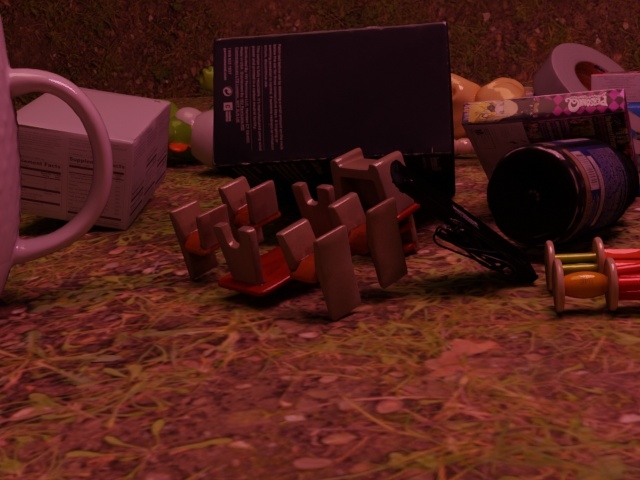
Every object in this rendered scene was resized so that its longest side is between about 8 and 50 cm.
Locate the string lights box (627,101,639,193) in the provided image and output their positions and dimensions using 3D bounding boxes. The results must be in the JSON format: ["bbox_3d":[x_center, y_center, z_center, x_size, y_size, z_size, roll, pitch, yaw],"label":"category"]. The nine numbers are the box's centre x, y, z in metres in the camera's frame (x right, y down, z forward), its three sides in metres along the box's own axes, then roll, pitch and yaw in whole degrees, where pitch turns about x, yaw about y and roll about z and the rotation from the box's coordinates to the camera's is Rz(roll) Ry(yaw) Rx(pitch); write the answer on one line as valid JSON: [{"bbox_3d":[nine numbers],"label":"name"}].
[{"bbox_3d":[0.478,-0.139,1.348,0.259,0.133,0.076,4,15,31],"label":"string lights box"}]

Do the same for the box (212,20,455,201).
[{"bbox_3d":[0.037,-0.170,1.312,0.312,0.179,0.343,-1,-6,8],"label":"box"}]

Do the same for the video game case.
[{"bbox_3d":[0.326,-0.127,1.257,0.210,0.042,0.232,-2,-24,24],"label":"video game case"}]

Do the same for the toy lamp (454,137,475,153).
[{"bbox_3d":[0.247,-0.172,1.669,0.274,0.080,0.080,0,15,7],"label":"toy lamp"}]

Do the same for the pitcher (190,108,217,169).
[{"bbox_3d":[-0.152,-0.183,1.773,0.207,0.126,0.178,8,31,5],"label":"pitcher"}]

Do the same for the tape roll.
[{"bbox_3d":[0.535,-0.293,1.798,0.219,0.072,0.219,16,47,-18],"label":"tape roll"}]

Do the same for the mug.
[{"bbox_3d":[-0.416,-0.076,0.982,0.374,0.328,0.276,-8,15,-16],"label":"mug"}]

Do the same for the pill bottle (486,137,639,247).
[{"bbox_3d":[0.309,-0.064,1.114,0.122,0.123,0.219,8,12,39],"label":"pill bottle"}]

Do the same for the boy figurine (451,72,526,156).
[{"bbox_3d":[0.262,-0.252,1.739,0.285,0.177,0.092,-16,16,41],"label":"boy figurine"}]

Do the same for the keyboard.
[{"bbox_3d":[0.147,-0.010,0.968,0.192,0.038,0.100,34,17,-10],"label":"keyboard"}]

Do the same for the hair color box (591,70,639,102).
[{"bbox_3d":[0.497,-0.193,1.484,0.093,0.167,0.053,4,16,30],"label":"hair color box"}]

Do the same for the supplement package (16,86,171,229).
[{"bbox_3d":[-0.374,-0.143,1.463,0.204,0.145,0.262,9,22,0],"label":"supplement package"}]

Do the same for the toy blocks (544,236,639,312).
[{"bbox_3d":[0.304,0.032,0.896,0.148,0.054,0.123,-2,15,9],"label":"toy blocks"}]

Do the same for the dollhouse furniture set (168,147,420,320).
[{"bbox_3d":[0.000,0.000,1.046,0.259,0.135,0.262,-30,27,-36],"label":"dollhouse furniture set"}]

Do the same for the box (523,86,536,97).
[{"bbox_3d":[0.394,-0.250,1.847,0.203,0.114,0.103,-12,17,-32],"label":"box"}]

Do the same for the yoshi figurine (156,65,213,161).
[{"bbox_3d":[-0.267,-0.275,2.035,0.362,0.204,0.203,-20,5,-40],"label":"yoshi figurine"}]
